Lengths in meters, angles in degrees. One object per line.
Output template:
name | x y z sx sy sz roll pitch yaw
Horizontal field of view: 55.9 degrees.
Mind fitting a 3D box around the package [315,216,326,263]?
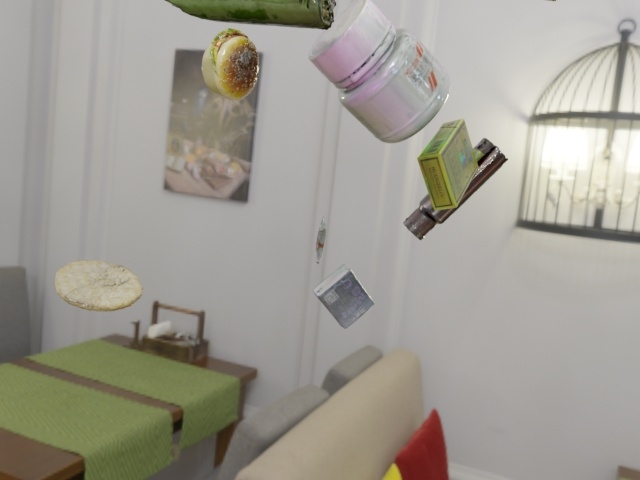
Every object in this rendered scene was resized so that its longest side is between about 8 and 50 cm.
package | 0.000 0.000 1.327 0.015 0.110 0.037 -1 41 -13

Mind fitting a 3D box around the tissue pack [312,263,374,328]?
tissue pack | 0.063 0.151 1.603 0.156 0.112 0.051 54 -7 -37

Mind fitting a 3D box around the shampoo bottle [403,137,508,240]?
shampoo bottle | 0.366 -0.139 1.669 0.084 0.323 0.129 40 14 -22

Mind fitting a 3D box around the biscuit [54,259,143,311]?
biscuit | -0.568 0.112 1.550 0.219 0.033 0.220 16 27 -8

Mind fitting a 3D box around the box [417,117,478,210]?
box | 0.310 -0.185 1.445 0.064 0.141 0.220 -7 28 35

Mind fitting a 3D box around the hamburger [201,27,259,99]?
hamburger | -0.178 -0.356 1.224 0.081 0.141 0.126 10 24 33

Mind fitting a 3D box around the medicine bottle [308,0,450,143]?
medicine bottle | 0.142 -0.414 1.479 0.302 0.241 0.241 39 -8 -24

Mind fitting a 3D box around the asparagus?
asparagus | -0.161 -0.501 1.242 0.381 0.108 0.128 6 13 9
